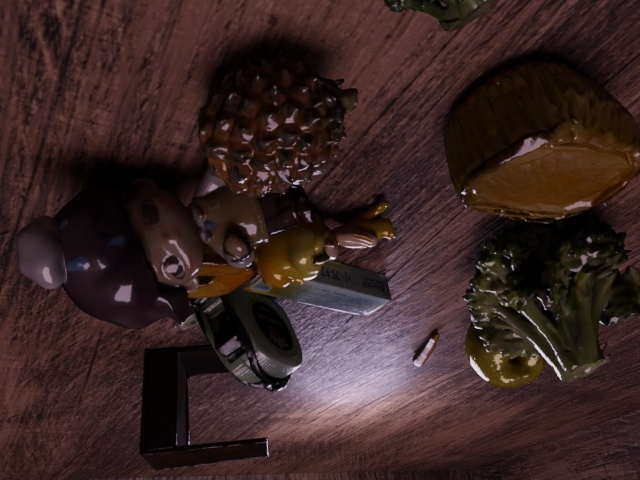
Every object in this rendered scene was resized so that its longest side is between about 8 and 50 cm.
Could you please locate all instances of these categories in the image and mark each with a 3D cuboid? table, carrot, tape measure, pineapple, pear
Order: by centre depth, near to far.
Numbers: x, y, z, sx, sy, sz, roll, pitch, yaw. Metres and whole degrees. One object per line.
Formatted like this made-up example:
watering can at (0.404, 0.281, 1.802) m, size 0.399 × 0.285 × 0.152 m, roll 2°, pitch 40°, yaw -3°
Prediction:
pineapple at (-0.045, -0.141, 0.698) m, size 0.193 × 0.166 × 0.166 m, roll -18°, pitch 147°, yaw 14°
tape measure at (-0.149, 0.193, 1.158) m, size 0.115 × 0.207 × 0.235 m, roll -37°, pitch 141°, yaw 17°
table at (-0.274, 0.402, 1.427) m, size 0.282 × 0.250 × 0.196 m, roll -3°, pitch 148°, yaw -7°
pear at (0.453, 0.257, 1.438) m, size 0.197 × 0.197 × 0.197 m, roll -6°, pitch 148°, yaw -4°
carrot at (0.291, 0.290, 1.590) m, size 0.037 × 0.037 × 0.190 m, roll -1°, pitch 144°, yaw -12°

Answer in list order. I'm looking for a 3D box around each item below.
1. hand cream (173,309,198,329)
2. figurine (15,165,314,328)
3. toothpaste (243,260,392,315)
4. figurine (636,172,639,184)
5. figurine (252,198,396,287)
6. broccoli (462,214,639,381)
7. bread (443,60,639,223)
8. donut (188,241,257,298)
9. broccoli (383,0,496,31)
hand cream at (-0.238, 0.152, 1.247) m, size 0.165 × 0.037 × 0.057 m, roll -21°, pitch 147°, yaw 8°
figurine at (-0.194, -0.003, 0.823) m, size 0.365 × 0.206 × 0.218 m, roll -15°, pitch 121°, yaw 8°
toothpaste at (0.000, 0.084, 1.152) m, size 0.313 × 0.071 × 0.089 m, roll 17°, pitch 138°, yaw -35°
figurine at (0.548, -0.122, 0.904) m, size 0.157 × 0.114 × 0.126 m, roll 2°, pitch 134°, yaw -44°
figurine at (0.000, 0.000, 0.983) m, size 0.246 × 0.131 × 0.156 m, roll -15°, pitch -169°, yaw -18°
broccoli at (0.426, 0.115, 1.097) m, size 0.293 × 0.281 × 0.348 m, roll 18°, pitch 130°, yaw -39°
bread at (0.308, -0.129, 0.820) m, size 0.253 × 0.142 × 0.227 m, roll 10°, pitch 143°, yaw -32°
donut at (-0.203, 0.041, 1.021) m, size 0.174 × 0.074 × 0.190 m, roll -2°, pitch 158°, yaw -20°
broccoli at (0.116, -0.275, 0.548) m, size 0.162 × 0.138 × 0.146 m, roll -33°, pitch 179°, yaw 31°
